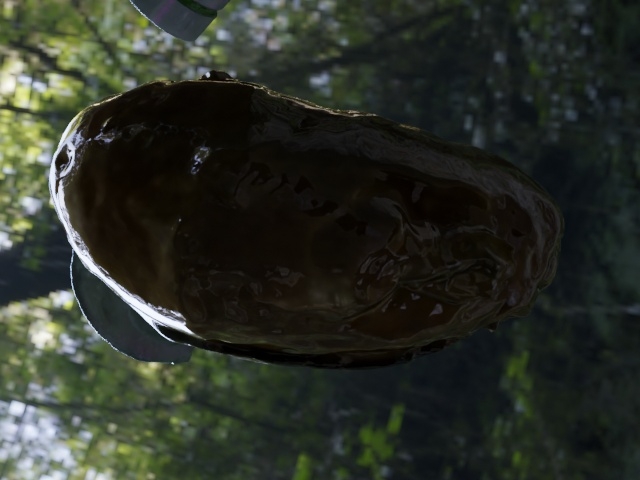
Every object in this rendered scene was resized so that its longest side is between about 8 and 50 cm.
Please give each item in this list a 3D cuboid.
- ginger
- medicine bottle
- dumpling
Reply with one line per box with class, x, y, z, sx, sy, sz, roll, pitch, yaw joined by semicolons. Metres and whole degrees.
ginger;0.000;0.000;0.972;0.321;0.172;0.165;12;-65;-13
medicine bottle;-0.077;-0.257;1.359;0.183;0.086;0.086;-47;-31;20
dumpling;-0.167;0.023;1.456;0.149;0.105;0.216;-25;-71;-28
